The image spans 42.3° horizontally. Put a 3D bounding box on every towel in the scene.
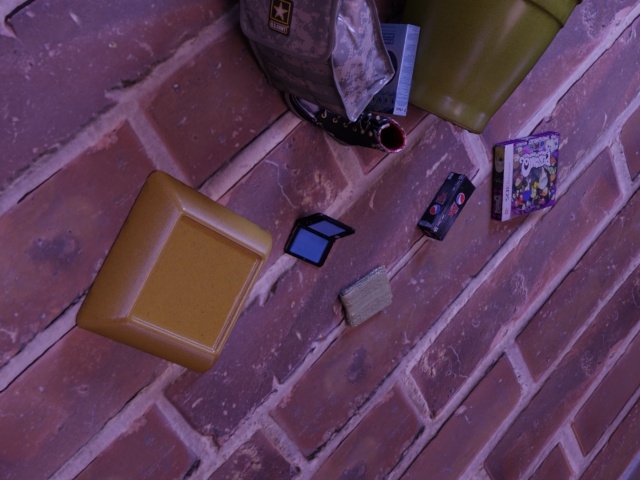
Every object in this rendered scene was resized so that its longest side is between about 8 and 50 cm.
[{"bbox_3d":[0.112,0.134,1.973,0.148,0.027,0.110,-33,122,-29],"label":"towel"}]

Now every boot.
[{"bbox_3d":[0.055,-0.258,1.708,0.236,0.179,0.085,31,83,-41],"label":"boot"}]

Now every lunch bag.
[{"bbox_3d":[-0.017,-0.389,1.525,0.169,0.235,0.287,-51,147,-17],"label":"lunch bag"}]

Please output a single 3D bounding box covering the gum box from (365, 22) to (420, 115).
[{"bbox_3d":[0.130,-0.365,1.753,0.041,0.157,0.184,1,102,-40],"label":"gum box"}]

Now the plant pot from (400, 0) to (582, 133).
[{"bbox_3d":[0.316,-0.434,1.793,0.367,0.366,0.352,16,105,-41],"label":"plant pot"}]

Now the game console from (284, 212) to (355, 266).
[{"bbox_3d":[0.000,0.000,1.815,0.122,0.107,0.071,24,59,-41],"label":"game console"}]

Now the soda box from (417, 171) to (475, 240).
[{"bbox_3d":[0.313,-0.085,2.054,0.060,0.053,0.169,44,75,-39],"label":"soda box"}]

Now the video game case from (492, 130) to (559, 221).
[{"bbox_3d":[0.555,-0.176,2.233,0.232,0.042,0.210,-15,113,-36],"label":"video game case"}]

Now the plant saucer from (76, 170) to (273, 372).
[{"bbox_3d":[-0.255,0.080,1.623,0.333,0.081,0.332,31,83,-41],"label":"plant saucer"}]
